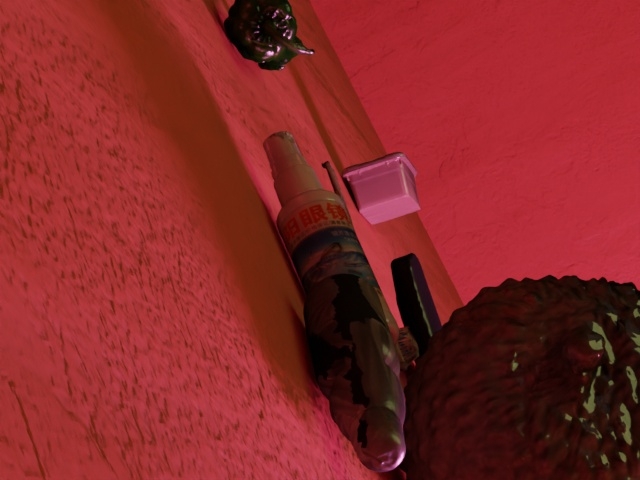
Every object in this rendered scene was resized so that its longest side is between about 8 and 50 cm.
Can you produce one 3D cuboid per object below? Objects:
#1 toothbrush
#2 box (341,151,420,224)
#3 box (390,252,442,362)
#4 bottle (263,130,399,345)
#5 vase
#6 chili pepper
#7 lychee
[{"bbox_3d":[0.045,0.021,1.826,0.026,0.028,0.294,63,2,-51],"label":"toothbrush"},{"bbox_3d":[0.085,-0.067,2.301,0.122,0.089,0.062,42,31,-73],"label":"box"},{"bbox_3d":[0.119,0.122,1.847,0.212,0.042,0.201,60,13,-76],"label":"box"},{"bbox_3d":[0.000,0.000,1.388,0.060,0.060,0.217,54,10,-54],"label":"bottle"},{"bbox_3d":[0.027,0.092,1.185,0.060,0.060,0.211,60,6,-24],"label":"vase"},{"bbox_3d":[-0.054,-0.220,1.826,0.100,0.074,0.257,62,5,-3],"label":"chili pepper"},{"bbox_3d":[0.185,0.157,1.351,0.274,0.255,0.255,88,-19,-57],"label":"lychee"}]
